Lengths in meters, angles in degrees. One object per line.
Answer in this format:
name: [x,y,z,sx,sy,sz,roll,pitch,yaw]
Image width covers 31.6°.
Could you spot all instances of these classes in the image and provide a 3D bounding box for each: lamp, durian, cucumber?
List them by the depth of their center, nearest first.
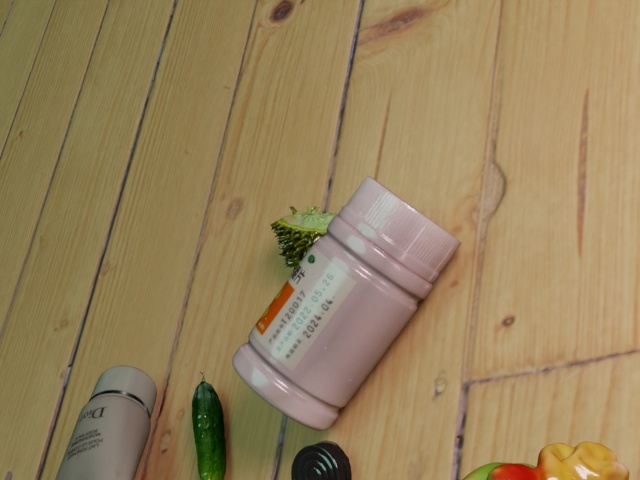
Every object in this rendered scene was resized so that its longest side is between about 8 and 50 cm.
lamp: [-0.129,0.327,1.201,0.371,0.109,0.130,-28,67,31]
cucumber: [-0.132,0.230,1.337,0.039,0.039,0.167,-36,42,26]
durian: [0.000,0.000,1.348,0.100,0.086,0.215,-35,29,-30]

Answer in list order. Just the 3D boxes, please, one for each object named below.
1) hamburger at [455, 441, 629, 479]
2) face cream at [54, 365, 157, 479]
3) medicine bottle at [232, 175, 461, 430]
hamburger: [0.190,0.247,0.794,0.149,0.237,0.237,-29,44,28]
face cream: [-0.266,0.278,1.351,0.143,0.089,0.314,-26,29,22]
medicine bottle: [0.027,0.067,1.194,0.249,0.133,0.133,-53,36,6]
